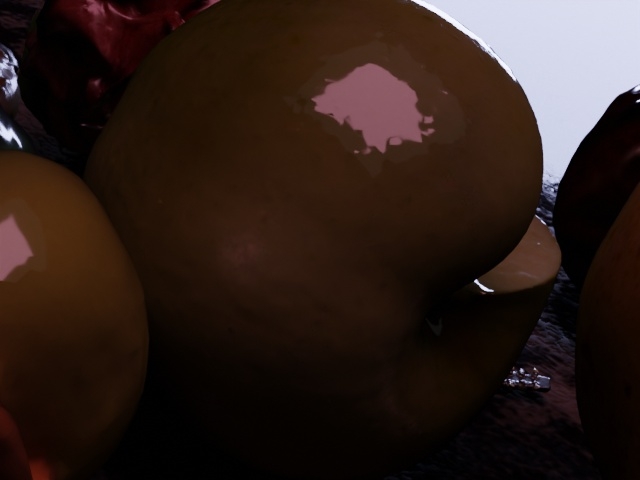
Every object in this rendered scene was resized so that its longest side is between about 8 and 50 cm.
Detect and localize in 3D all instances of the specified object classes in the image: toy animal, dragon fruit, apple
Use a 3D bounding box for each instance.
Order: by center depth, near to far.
[{"bbox_3d":[-0.192,0.034,0.988,0.191,0.216,0.338,-27,47,-5],"label":"toy animal"},{"bbox_3d":[-0.001,-0.008,1.117,0.254,0.292,0.292,28,30,28],"label":"apple"},{"bbox_3d":[-0.072,-0.145,1.353,0.234,0.293,0.234,54,19,-28],"label":"dragon fruit"}]

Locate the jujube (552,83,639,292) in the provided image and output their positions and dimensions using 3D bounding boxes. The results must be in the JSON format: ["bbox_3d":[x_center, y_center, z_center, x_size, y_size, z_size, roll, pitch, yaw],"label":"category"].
[{"bbox_3d":[0.354,-0.017,1.393,0.376,0.258,0.258,-6,36,-27],"label":"jujube"}]

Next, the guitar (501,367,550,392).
[{"bbox_3d":[0.044,0.067,1.286,0.233,0.025,0.088,15,29,-2],"label":"guitar"}]

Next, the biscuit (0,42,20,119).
[{"bbox_3d":[-0.360,-0.141,1.383,0.295,0.075,0.296,13,31,-8],"label":"biscuit"}]

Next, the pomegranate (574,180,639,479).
[{"bbox_3d":[0.343,0.101,1.056,0.416,0.417,0.417,13,29,-7],"label":"pomegranate"}]
